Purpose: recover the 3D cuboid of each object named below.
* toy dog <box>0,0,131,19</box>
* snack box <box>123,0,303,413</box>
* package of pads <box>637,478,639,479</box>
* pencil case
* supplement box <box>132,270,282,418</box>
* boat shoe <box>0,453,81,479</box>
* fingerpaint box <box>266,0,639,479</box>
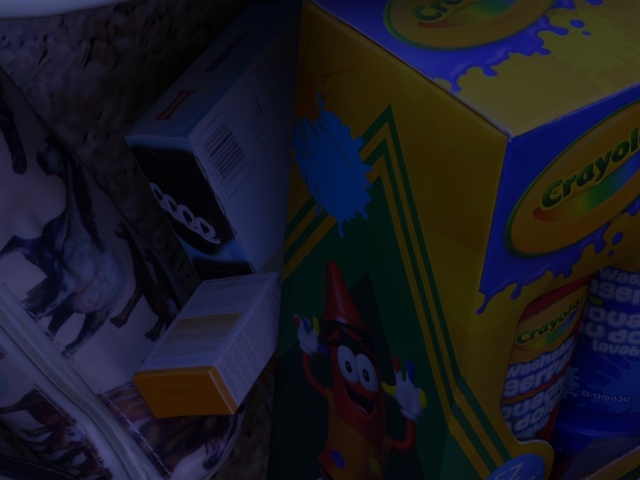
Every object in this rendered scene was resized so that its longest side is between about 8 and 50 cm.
[{"bbox_3d":[-0.015,-0.267,0.727,0.395,0.408,0.284,-6,98,2],"label":"toy dog"},{"bbox_3d":[0.000,0.000,0.997,0.187,0.060,0.322,-53,132,-36],"label":"snack box"},{"bbox_3d":[0.108,0.241,1.113,0.229,0.101,0.296,-23,158,-15],"label":"package of pads"},{"bbox_3d":[-0.197,0.016,0.885,0.160,0.183,0.410,-24,126,14],"label":"pencil case"},{"bbox_3d":[-0.063,0.064,0.875,0.036,0.062,0.098,63,39,-26],"label":"supplement box"},{"bbox_3d":[-0.312,0.143,0.879,0.355,0.130,0.132,9,123,-9],"label":"boat shoe"},{"bbox_3d":[0.195,-0.020,0.897,0.445,0.163,0.371,-24,137,-32],"label":"fingerpaint box"}]
